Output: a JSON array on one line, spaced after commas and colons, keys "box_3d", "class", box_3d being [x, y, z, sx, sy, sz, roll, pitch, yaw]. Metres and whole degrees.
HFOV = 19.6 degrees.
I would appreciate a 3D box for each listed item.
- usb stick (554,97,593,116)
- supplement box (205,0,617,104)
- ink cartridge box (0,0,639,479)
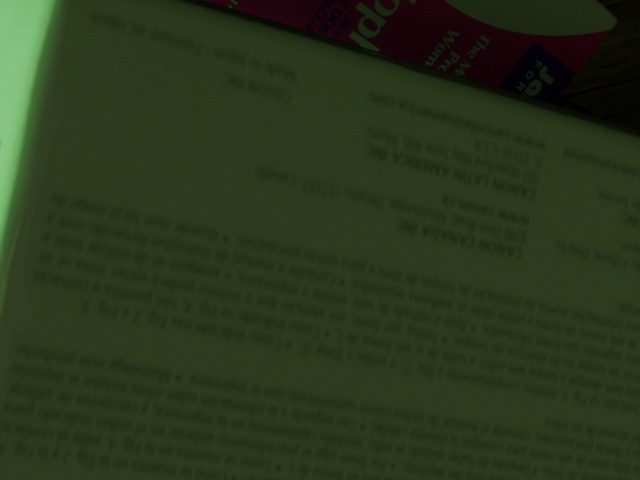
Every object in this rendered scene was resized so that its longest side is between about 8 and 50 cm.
[{"box_3d": [0.000, 0.000, 0.834, 0.278, 0.077, 0.045, -21, 87, -15], "class": "usb stick"}, {"box_3d": [-0.005, -0.117, 0.737, 0.220, 0.114, 0.111, 30, 100, -38], "class": "supplement box"}, {"box_3d": [-0.018, 0.122, 0.667, 0.308, 0.091, 0.385, 13, 91, -34], "class": "ink cartridge box"}]
